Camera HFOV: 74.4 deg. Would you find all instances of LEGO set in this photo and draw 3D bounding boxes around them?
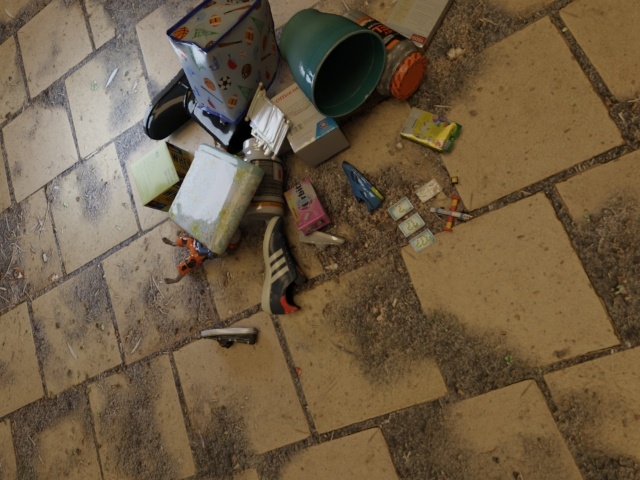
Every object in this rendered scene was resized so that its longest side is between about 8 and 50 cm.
[{"bbox_3d":[0.362,-0.099,1.358,0.244,0.060,0.183,-35,76,14],"label":"LEGO set"}]

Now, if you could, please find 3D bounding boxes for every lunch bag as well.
[{"bbox_3d":[-0.303,-0.677,1.494,0.238,0.328,0.385,30,69,20],"label":"lunch bag"}]

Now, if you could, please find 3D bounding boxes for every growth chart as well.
[{"bbox_3d":[-0.187,-0.405,1.451,0.237,0.021,0.172,54,126,25],"label":"growth chart"}]

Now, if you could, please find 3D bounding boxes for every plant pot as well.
[{"bbox_3d":[0.016,-0.567,1.293,0.271,0.271,0.255,-45,63,11],"label":"plant pot"}]

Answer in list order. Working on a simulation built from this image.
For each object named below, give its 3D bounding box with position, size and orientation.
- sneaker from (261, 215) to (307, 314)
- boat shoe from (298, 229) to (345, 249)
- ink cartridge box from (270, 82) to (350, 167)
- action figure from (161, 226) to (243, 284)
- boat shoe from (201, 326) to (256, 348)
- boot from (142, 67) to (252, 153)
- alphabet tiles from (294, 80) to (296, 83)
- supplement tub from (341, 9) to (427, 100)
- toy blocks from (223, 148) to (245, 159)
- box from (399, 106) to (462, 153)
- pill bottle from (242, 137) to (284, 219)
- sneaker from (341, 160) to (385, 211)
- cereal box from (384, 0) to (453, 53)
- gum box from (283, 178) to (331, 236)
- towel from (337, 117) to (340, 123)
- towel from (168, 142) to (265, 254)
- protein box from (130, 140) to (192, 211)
[{"bbox_3d":[-0.118,0.089,1.499,0.148,0.131,0.350,0,89,15],"label":"sneaker"},{"bbox_3d":[0.000,0.000,1.489,0.184,0.066,0.063,12,98,22],"label":"boat shoe"},{"bbox_3d":[-0.034,-0.413,1.474,0.171,0.168,0.233,-28,73,13],"label":"ink cartridge box"},{"bbox_3d":[-0.455,-0.006,1.655,0.330,0.179,0.341,-20,49,12],"label":"action figure"},{"bbox_3d":[-0.343,0.366,1.577,0.228,0.080,0.076,-6,79,14],"label":"boat shoe"},{"bbox_3d":[-0.476,-0.469,1.698,0.445,0.146,0.367,38,97,21],"label":"boot"},{"bbox_3d":[-0.028,-0.702,1.619,0.198,0.009,0.237,10,87,23],"label":"alphabet tiles"},{"bbox_3d":[0.189,-0.618,1.419,0.316,0.193,0.194,41,99,21],"label":"supplement tub"},{"bbox_3d":[-0.383,-0.329,1.691,0.148,0.054,0.123,42,100,22],"label":"toy blocks"},{"bbox_3d":[0.366,-0.362,1.397,0.179,0.043,0.105,30,94,25],"label":"box"},{"bbox_3d":[-0.215,-0.223,1.550,0.162,0.162,0.279,-5,81,21],"label":"pill bottle"},{"bbox_3d":[0.128,-0.189,1.457,0.082,0.069,0.209,-45,70,15],"label":"sneaker"},{"bbox_3d":[0.340,-0.788,1.458,0.173,0.047,0.240,33,96,23],"label":"cereal box"},{"bbox_3d":[-0.046,-0.113,1.488,0.107,0.062,0.188,-30,56,9],"label":"gum box"},{"bbox_3d":[0.001,-0.420,1.562,0.151,0.023,0.113,-4,82,22],"label":"towel"},{"bbox_3d":[-0.378,-0.160,1.494,0.374,0.090,0.321,29,95,41],"label":"towel"},{"bbox_3d":[-0.639,-0.260,1.741,0.201,0.136,0.200,-30,72,17],"label":"protein box"}]
